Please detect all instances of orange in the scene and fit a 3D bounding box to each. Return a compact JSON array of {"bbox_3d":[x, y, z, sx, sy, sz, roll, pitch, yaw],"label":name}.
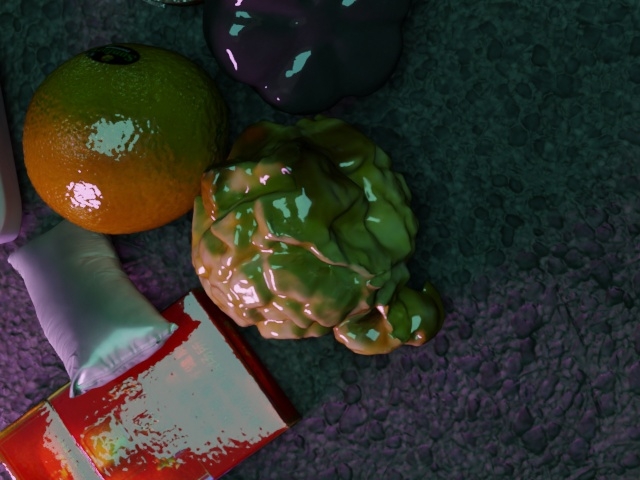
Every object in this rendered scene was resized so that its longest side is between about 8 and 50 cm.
[{"bbox_3d":[-0.220,-0.116,1.785,0.236,0.236,0.236,0,92,10],"label":"orange"}]

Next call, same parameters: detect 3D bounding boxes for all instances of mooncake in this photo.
[{"bbox_3d":[-0.013,-0.263,1.752,0.245,0.133,0.245,-5,115,-12],"label":"mooncake"}]

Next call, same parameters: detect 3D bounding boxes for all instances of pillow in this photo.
[{"bbox_3d":[-0.267,0.059,1.827,0.144,0.078,0.254,-40,48,7],"label":"pillow"}]

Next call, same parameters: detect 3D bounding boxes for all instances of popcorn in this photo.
[{"bbox_3d":[0.000,0.000,1.739,0.332,0.265,0.225,37,134,-27],"label":"popcorn"}]

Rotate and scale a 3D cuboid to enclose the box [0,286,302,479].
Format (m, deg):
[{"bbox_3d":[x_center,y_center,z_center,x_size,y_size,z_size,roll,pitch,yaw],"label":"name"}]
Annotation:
[{"bbox_3d":[-0.207,0.223,1.857,0.313,0.089,0.197,-37,86,10],"label":"box"}]

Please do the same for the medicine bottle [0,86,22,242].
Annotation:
[{"bbox_3d":[-0.468,-0.145,1.879,0.179,0.124,0.324,-10,88,10],"label":"medicine bottle"}]

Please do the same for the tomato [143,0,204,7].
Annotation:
[{"bbox_3d":[-0.164,-0.376,1.835,0.225,0.085,0.225,0,91,14],"label":"tomato"}]
